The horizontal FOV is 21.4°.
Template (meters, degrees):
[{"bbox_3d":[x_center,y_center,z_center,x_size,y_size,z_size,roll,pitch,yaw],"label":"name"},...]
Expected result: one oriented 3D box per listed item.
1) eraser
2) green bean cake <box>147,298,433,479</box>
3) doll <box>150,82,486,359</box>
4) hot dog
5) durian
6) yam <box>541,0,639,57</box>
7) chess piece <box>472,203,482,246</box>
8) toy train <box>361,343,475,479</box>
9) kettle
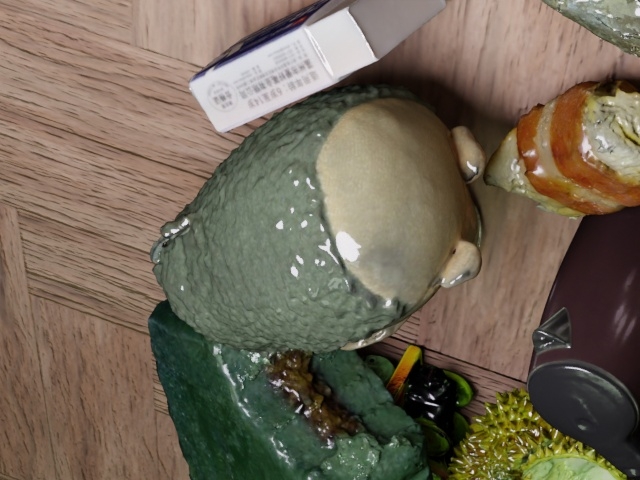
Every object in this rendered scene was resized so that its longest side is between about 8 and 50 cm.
[{"bbox_3d":[-0.004,-0.172,1.501,0.210,0.124,0.068,-20,104,45],"label":"eraser"},{"bbox_3d":[-0.021,0.197,1.822,0.308,0.169,0.300,22,132,49],"label":"green bean cake"},{"bbox_3d":[0.000,0.000,1.547,0.247,0.247,0.349,43,139,-20],"label":"doll"},{"bbox_3d":[0.244,-0.083,1.489,0.146,0.103,0.213,25,159,-34],"label":"hot dog"},{"bbox_3d":[0.236,0.263,1.825,0.176,0.200,0.237,-125,30,-44],"label":"durian"},{"bbox_3d":[0.246,-0.204,1.337,0.183,0.107,0.107,28,144,1],"label":"yam"},{"bbox_3d":[0.053,-0.018,1.702,0.200,0.090,0.090,14,143,31],"label":"chess piece"},{"bbox_3d":[0.094,0.235,1.956,0.161,0.100,0.296,17,142,17],"label":"toy train"},{"bbox_3d":[0.281,0.091,1.545,0.144,0.232,0.202,-12,125,44],"label":"kettle"}]
